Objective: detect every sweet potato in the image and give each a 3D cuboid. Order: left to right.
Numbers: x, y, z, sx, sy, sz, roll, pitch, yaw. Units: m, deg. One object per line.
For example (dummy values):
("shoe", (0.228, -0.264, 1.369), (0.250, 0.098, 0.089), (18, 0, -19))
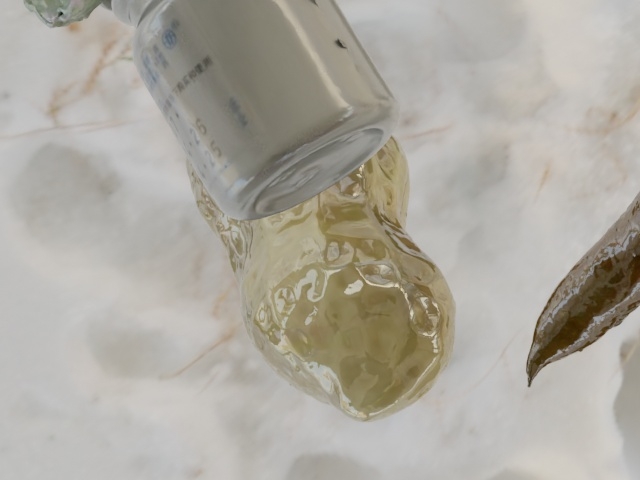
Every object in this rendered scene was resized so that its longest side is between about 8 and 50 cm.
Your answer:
("sweet potato", (0.200, -0.015, 1.004), (0.067, 0.067, 0.274), (44, 120, 3))

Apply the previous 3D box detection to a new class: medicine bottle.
("medicine bottle", (-0.042, -0.103, 0.914), (0.105, 0.105, 0.168), (-34, 78, 16))

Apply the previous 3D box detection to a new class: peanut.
("peanut", (0.000, 0.000, 1.260), (0.149, 0.313, 0.149), (-9, 133, -10))

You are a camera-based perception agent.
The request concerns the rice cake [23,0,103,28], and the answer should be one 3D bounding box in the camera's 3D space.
("rice cake", (-0.048, -0.163, 0.778), (0.043, 0.034, 0.211), (40, 66, 9))
